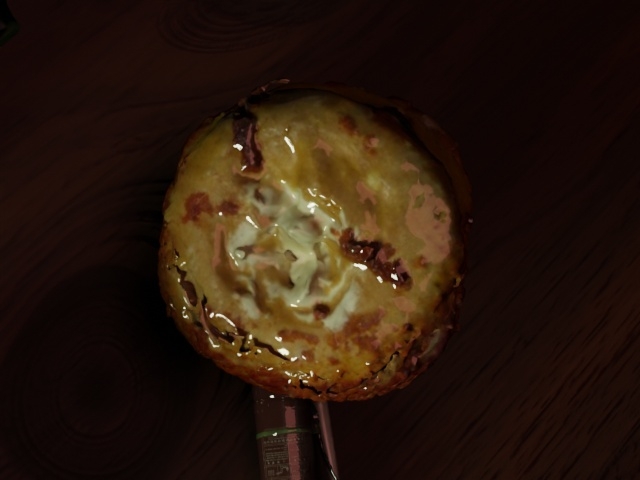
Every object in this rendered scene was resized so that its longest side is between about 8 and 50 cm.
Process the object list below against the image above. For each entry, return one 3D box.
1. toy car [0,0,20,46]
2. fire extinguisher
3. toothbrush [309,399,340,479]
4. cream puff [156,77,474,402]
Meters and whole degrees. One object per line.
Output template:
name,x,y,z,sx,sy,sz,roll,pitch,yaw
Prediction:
toy car,-0.312,-0.196,0.927,0.176,0.213,0.358,-42,102,4
fire extinguisher,-0.016,0.184,1.123,0.078,0.045,0.157,-4,81,-9
toothbrush,-0.006,0.103,1.166,0.021,0.024,0.288,-2,80,-36
cream puff,-0.001,0.000,1.090,0.240,0.164,0.240,-1,85,11
